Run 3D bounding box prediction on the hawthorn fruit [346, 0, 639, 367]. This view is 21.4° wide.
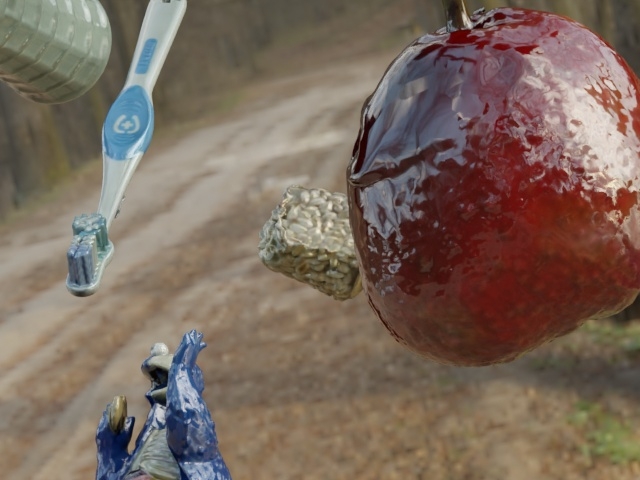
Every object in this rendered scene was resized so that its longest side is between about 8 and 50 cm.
[{"bbox_3d":[0.116,-0.061,1.057,0.210,0.266,0.230,-6,9,32],"label":"hawthorn fruit"}]

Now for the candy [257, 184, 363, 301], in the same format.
[{"bbox_3d":[0.000,0.000,1.596,0.110,0.085,0.095,15,40,-8],"label":"candy"}]

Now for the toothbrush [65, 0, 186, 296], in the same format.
[{"bbox_3d":[-0.138,-0.083,1.235,0.040,0.040,0.386,-11,33,13],"label":"toothbrush"}]

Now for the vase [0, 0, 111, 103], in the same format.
[{"bbox_3d":[-0.281,-0.190,1.376,0.143,0.143,0.299,-10,-10,17],"label":"vase"}]

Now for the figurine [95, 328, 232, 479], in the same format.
[{"bbox_3d":[-0.129,0.210,1.495,0.120,0.262,0.164,20,-28,-27],"label":"figurine"}]
